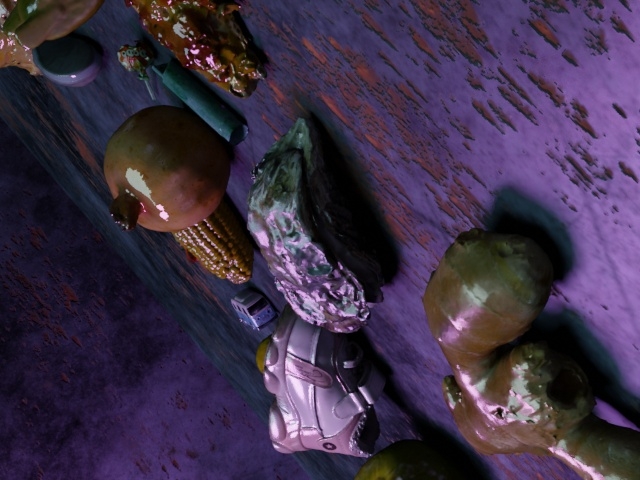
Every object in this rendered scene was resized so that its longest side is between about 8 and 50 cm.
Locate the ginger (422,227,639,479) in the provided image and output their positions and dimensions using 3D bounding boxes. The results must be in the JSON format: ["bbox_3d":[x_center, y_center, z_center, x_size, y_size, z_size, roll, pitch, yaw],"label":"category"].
[{"bbox_3d":[0.203,0.156,0.964,0.363,0.122,0.348,43,156,-11],"label":"ginger"}]

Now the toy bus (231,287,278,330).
[{"bbox_3d":[-0.147,0.147,1.929,0.075,0.060,0.123,59,163,-17],"label":"toy bus"}]

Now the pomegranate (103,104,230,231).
[{"bbox_3d":[-0.245,-0.114,1.404,0.207,0.207,0.207,44,162,18],"label":"pomegranate"}]

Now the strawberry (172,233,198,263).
[{"bbox_3d":[-0.266,-0.033,1.807,0.140,0.085,0.192,48,159,35],"label":"strawberry"}]

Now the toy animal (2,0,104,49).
[{"bbox_3d":[-0.437,-0.408,1.278,0.363,0.180,0.181,31,148,45],"label":"toy animal"}]

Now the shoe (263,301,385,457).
[{"bbox_3d":[0.018,0.233,1.553,0.198,0.172,0.351,8,128,11],"label":"shoe"}]

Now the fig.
[{"bbox_3d":[0.177,0.499,1.564,0.233,0.233,0.314,26,148,53],"label":"fig"}]

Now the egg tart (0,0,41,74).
[{"bbox_3d":[-0.700,-0.480,1.866,0.352,0.150,0.352,45,159,22],"label":"egg tart"}]

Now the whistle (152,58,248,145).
[{"bbox_3d":[-0.179,-0.207,1.299,0.186,0.039,0.039,42,161,24],"label":"whistle"}]

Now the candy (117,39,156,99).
[{"bbox_3d":[-0.288,-0.269,1.442,0.055,0.049,0.185,3,164,1],"label":"candy"}]

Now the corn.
[{"bbox_3d":[-0.227,-0.052,1.617,0.322,0.119,0.119,54,163,-26],"label":"corn"}]

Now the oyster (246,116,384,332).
[{"bbox_3d":[-0.004,-0.003,1.150,0.162,0.158,0.351,-2,132,13],"label":"oyster"}]

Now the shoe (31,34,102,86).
[{"bbox_3d":[-0.479,-0.333,1.691,0.251,0.103,0.100,39,159,49],"label":"shoe"}]

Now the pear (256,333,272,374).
[{"bbox_3d":[-0.087,0.260,1.939,0.107,0.107,0.131,39,152,33],"label":"pear"}]

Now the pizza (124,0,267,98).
[{"bbox_3d":[-0.179,-0.290,1.048,0.289,0.081,0.229,49,163,11],"label":"pizza"}]
